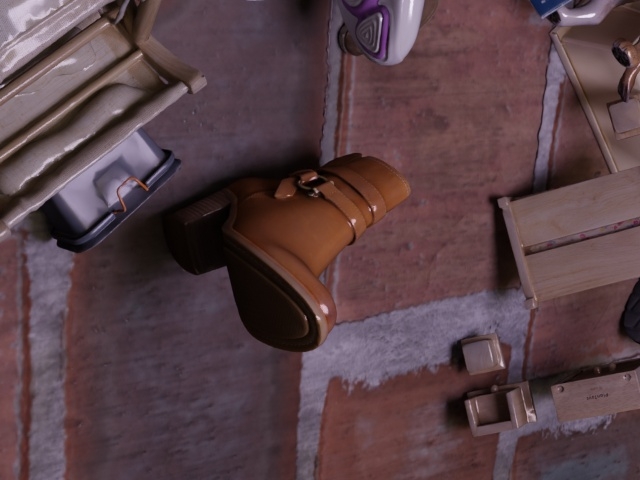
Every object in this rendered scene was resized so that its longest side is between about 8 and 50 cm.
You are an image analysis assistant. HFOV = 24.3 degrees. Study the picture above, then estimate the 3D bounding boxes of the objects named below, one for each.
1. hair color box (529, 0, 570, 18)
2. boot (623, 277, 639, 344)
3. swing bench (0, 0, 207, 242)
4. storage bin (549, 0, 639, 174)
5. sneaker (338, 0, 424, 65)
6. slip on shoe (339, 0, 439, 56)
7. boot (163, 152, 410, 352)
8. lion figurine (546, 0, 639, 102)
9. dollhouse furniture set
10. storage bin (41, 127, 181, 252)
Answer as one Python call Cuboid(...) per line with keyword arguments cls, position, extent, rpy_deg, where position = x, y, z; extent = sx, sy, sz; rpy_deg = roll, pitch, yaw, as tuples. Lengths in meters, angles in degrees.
Cuboid(cls="hair color box", position=(0.187, -0.408, 1.445), extent=(0.347, 0.105, 0.174), rpy_deg=(55, 42, -6))
Cuboid(cls="boot", position=(0.571, 0.062, 2.053), extent=(0.338, 0.118, 0.222), rpy_deg=(-48, 134, -11))
Cuboid(cls="swing bench", position=(-0.245, -0.178, 1.249), extent=(0.253, 0.165, 0.254), rpy_deg=(-41, 156, -26))
Cuboid(cls="storage bin", position=(0.451, -0.230, 1.844), extent=(0.260, 0.123, 0.262), rpy_deg=(-46, 127, -18))
Cuboid(cls="sneaker", position=(0.098, -0.320, 1.474), extent=(0.152, 0.114, 0.305), rpy_deg=(9, 79, -33))
Cuboid(cls="slip on shoe", position=(0.082, -0.235, 1.594), extent=(0.135, 0.041, 0.051), rpy_deg=(-27, 121, -29))
Cuboid(cls="boot", position=(0.000, 0.000, 1.445), extent=(0.220, 0.283, 0.109), rpy_deg=(-21, 113, -23))
Cuboid(cls="lion figurine", position=(0.329, -0.375, 1.645), extent=(0.240, 0.142, 0.392), rpy_deg=(-36, 110, -18))
Cuboid(cls="dollhouse furniture set", position=(0.302, 0.034, 1.822), extent=(0.174, 0.303, 0.355), rpy_deg=(-3, 80, -70))
Cuboid(cls="storage bin", position=(-0.211, -0.067, 1.386), extent=(0.135, 0.098, 0.091), rpy_deg=(-45, 118, -18))
